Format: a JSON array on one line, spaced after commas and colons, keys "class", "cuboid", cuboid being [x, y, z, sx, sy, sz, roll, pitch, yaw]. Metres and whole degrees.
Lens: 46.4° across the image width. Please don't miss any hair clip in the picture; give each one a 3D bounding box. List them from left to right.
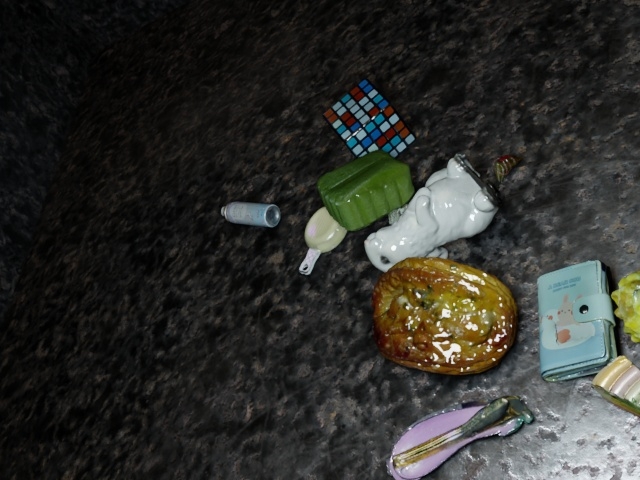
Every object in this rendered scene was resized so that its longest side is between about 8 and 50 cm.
[{"class": "hair clip", "cuboid": [0.294, 0.429, 1.668, 0.358, 0.095, 0.110, -34, 79, 24]}]

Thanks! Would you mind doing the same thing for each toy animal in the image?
[{"class": "toy animal", "cuboid": [0.289, -0.040, 1.918, 0.357, 0.257, 0.194, -43, 54, 17]}]

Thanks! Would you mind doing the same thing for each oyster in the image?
[{"class": "oyster", "cuboid": [0.217, -0.081, 2.122, 0.100, 0.037, 0.098, 28, 77, 46]}]

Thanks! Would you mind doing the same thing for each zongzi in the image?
[{"class": "zongzi", "cuboid": [0.491, -0.208, 2.008, 0.083, 0.067, 0.073, -32, 29, -13]}]

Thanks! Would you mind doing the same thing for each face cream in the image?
[{"class": "face cream", "cuboid": [-0.237, -0.088, 2.451, 0.229, 0.075, 0.075, 6, 63, 41]}]

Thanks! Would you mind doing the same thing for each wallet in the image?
[{"class": "wallet", "cuboid": [0.558, 0.173, 1.635, 0.176, 0.075, 0.251, -25, 44, 41]}]

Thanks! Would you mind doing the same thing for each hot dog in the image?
[{"class": "hot dog", "cuboid": [0.271, 0.176, 1.778, 0.387, 0.174, 0.267, 6, 86, 41]}]

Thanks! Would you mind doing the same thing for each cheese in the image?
[{"class": "cheese", "cuboid": [0.000, 0.000, 2.209, 0.137, 0.064, 0.228, 8, 63, 45]}]

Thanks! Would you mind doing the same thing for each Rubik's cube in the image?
[{"class": "Rubik's cube", "cuboid": [0.148, -0.344, 2.266, 0.187, 0.182, 0.184, -41, 42, 4]}]

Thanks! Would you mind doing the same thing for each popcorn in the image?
[{"class": "popcorn", "cuboid": [0.692, 0.141, 1.529, 0.173, 0.142, 0.174, -5, 48, 5]}]

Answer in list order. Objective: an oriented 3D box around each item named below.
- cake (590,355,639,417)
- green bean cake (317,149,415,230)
[{"class": "cake", "cuboid": [0.649, 0.309, 1.443, 0.225, 0.109, 0.090, 28, 78, 47]}, {"class": "green bean cake", "cuboid": [0.131, -0.146, 2.119, 0.248, 0.125, 0.222, -29, 28, -7]}]
